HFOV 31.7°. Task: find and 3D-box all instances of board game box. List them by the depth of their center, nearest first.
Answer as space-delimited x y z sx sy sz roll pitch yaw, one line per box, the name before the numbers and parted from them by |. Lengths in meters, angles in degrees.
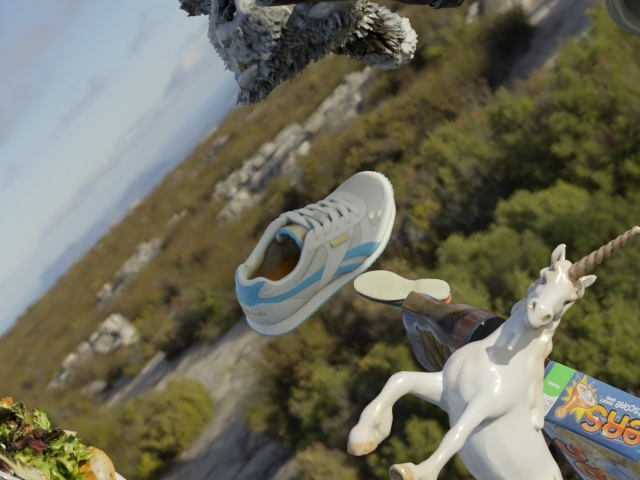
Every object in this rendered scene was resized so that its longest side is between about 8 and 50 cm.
board game box | 0.217 0.157 0.668 0.136 0.201 0.035 22 69 47

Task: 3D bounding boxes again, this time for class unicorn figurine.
unicorn figurine | 0.070 0.077 0.454 0.111 0.162 0.060 -31 38 -29

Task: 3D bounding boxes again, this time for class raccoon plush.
raccoon plush | 0.030 -0.265 1.370 0.216 0.446 0.299 -54 44 30

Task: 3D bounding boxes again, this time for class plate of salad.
plate of salad | -0.217 0.146 0.828 0.048 0.199 0.200 -65 12 -3

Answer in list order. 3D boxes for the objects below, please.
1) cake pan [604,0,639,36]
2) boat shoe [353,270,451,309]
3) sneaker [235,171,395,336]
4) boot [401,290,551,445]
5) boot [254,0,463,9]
cake pan | 0.285 -0.215 0.621 0.293 0.054 0.293 -19 -18 -6
boat shoe | 0.114 0.075 1.576 0.043 0.137 0.049 79 -161 -55
sneaker | 0.000 0.000 1.223 0.229 0.087 0.092 -47 -35 -23
boot | 0.161 0.123 1.096 0.082 0.219 0.106 -47 42 -13
boot | 0.005 -0.290 1.067 0.246 0.207 0.094 -118 32 -50
